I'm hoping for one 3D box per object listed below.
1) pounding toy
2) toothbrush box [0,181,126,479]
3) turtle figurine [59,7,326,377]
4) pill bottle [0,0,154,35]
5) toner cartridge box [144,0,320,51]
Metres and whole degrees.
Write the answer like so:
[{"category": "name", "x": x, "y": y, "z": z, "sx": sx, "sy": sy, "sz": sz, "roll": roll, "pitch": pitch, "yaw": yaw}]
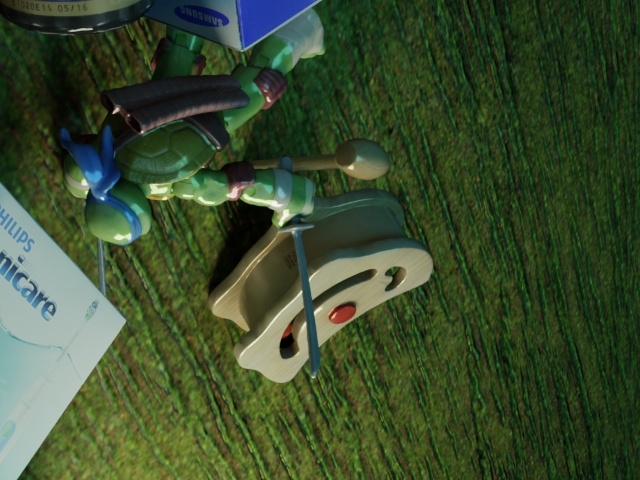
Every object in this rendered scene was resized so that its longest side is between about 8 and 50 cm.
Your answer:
[{"category": "pounding toy", "x": 0.000, "y": 0.000, "z": 1.538, "sx": 0.154, "sy": 0.155, "sz": 0.269, "roll": 7, "pitch": 135, "yaw": -46}, {"category": "toothbrush box", "x": -0.309, "y": 0.106, "z": 1.165, "sx": 0.295, "sy": 0.126, "sz": 0.216, "roll": -56, "pitch": 145, "yaw": -16}, {"category": "turtle figurine", "x": -0.101, "y": -0.066, "z": 1.303, "sx": 0.274, "sy": 0.198, "sz": 0.266, "roll": 47, "pitch": 55, "yaw": -33}, {"category": "pill bottle", "x": -0.182, "y": -0.268, "z": 1.127, "sx": 0.123, "sy": 0.123, "sz": 0.219, "roll": -33, "pitch": 135, "yaw": -42}, {"category": "toner cartridge box", "x": -0.016, "y": -0.283, "z": 1.321, "sx": 0.348, "sy": 0.165, "sz": 0.075, "roll": -38, "pitch": 138, "yaw": -36}]
